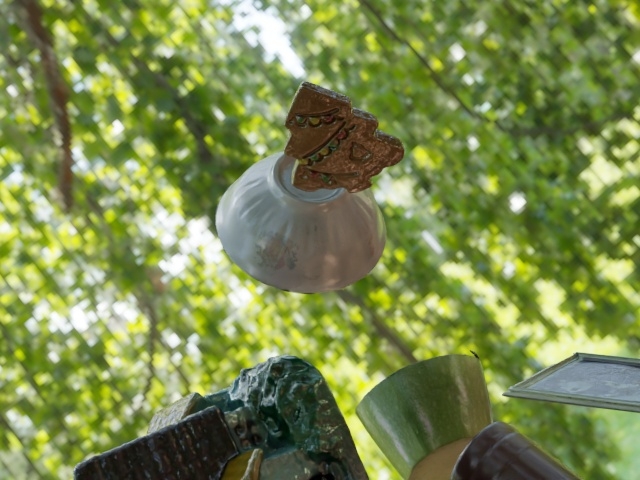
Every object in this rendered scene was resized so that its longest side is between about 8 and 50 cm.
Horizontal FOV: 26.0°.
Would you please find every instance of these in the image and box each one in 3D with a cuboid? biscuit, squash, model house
[{"bbox_3d":[0.009,-0.067,0.911,0.082,0.092,0.016,-14,40,19],"label":"biscuit"},{"bbox_3d":[0.138,0.219,1.680,0.170,0.122,0.170,-18,-34,-12],"label":"squash"},{"bbox_3d":[-0.107,0.285,1.350,0.249,0.280,0.230,-14,-14,-48],"label":"model house"}]

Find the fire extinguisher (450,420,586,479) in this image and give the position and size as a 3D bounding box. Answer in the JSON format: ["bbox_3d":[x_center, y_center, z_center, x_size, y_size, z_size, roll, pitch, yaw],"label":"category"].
[{"bbox_3d":[0.295,0.309,1.432,0.102,0.344,0.138,-26,-42,-38],"label":"fire extinguisher"}]

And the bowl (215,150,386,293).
[{"bbox_3d":[-0.014,-0.043,1.473,0.189,0.189,0.086,-32,-28,-33],"label":"bowl"}]

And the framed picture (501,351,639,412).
[{"bbox_3d":[0.444,0.202,1.998,0.296,0.019,0.232,2,12,37],"label":"framed picture"}]
